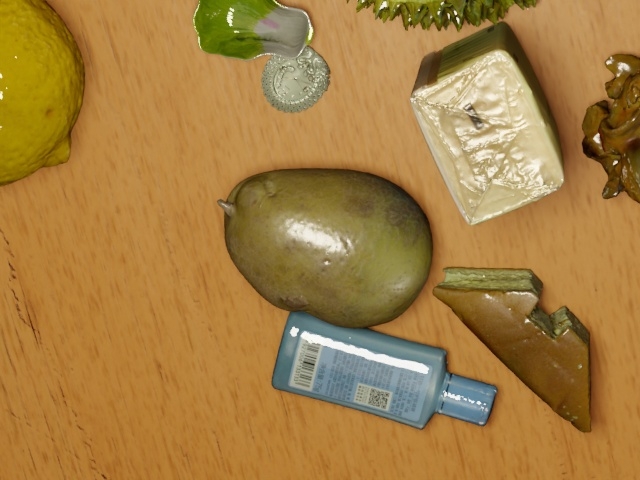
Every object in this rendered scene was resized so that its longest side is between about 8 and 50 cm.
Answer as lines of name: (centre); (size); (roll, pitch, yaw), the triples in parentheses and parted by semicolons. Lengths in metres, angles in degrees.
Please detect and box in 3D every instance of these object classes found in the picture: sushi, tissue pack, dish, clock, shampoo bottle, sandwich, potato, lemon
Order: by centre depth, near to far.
tissue pack: (0.180, -0.129, 1.869); (0.125, 0.234, 0.159); (-24, 100, 12)
sushi: (0.399, -0.107, 1.873); (0.204, 0.213, 0.200); (20, 85, -11)
lemon: (-0.392, -0.185, 1.942); (0.267, 0.267, 0.267); (2, 106, 8)
dish: (-0.073, -0.246, 1.980); (0.137, 0.039, 0.091); (14, 102, 4)
potato: (0.000, 0.000, 1.980); (0.251, 0.159, 0.174); (17, 81, -8)
sandwich: (0.245, 0.102, 2.000); (0.244, 0.090, 0.088); (43, 112, -1)
clock: (-0.030, -0.184, 2.005); (0.074, 0.010, 0.083); (41, 108, -4)
shampoo bottle: (0.077, 0.160, 2.057); (0.258, 0.061, 0.103); (16, 107, 5)

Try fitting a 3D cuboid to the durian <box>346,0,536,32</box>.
durian: (0.190, -0.346, 1.868); (0.394, 0.163, 0.198); (-34, 78, 16)
